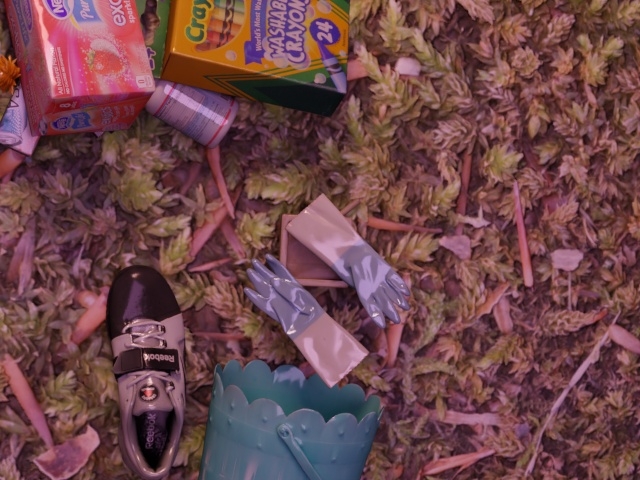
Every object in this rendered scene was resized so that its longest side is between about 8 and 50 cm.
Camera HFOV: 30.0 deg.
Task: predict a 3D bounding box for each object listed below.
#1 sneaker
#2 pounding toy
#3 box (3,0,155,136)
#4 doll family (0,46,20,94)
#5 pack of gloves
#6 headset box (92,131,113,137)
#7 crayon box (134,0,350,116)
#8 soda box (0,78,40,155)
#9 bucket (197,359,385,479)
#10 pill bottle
[{"bbox_3d":[-0.253,0.202,1.806,0.122,0.146,0.330,-6,94,-14],"label":"sneaker"},{"bbox_3d":[0.000,0.000,1.900,0.130,0.100,0.141,3,92,-4],"label":"pounding toy"},{"bbox_3d":[-0.353,-0.313,1.689,0.154,0.142,0.300,-7,75,-27],"label":"box"},{"bbox_3d":[-0.510,-0.224,1.697,0.118,0.163,0.263,32,80,-52],"label":"doll family"},{"bbox_3d":[0.010,0.078,1.840,0.195,0.046,0.232,-42,83,-1],"label":"pack of gloves"},{"bbox_3d":[-0.337,-0.200,1.814,0.062,0.032,0.083,-42,104,-9],"label":"headset box"},{"bbox_3d":[-0.119,-0.321,1.803,0.323,0.083,0.203,10,63,-16],"label":"crayon box"},{"bbox_3d":[-0.423,-0.219,1.775,0.063,0.058,0.183,24,86,-16],"label":"soda box"},{"bbox_3d":[-0.049,0.305,1.810,0.281,0.281,0.183,11,97,-16],"label":"bucket"},{"bbox_3d":[-0.212,-0.214,1.821,0.160,0.087,0.087,30,85,-15],"label":"pill bottle"}]
